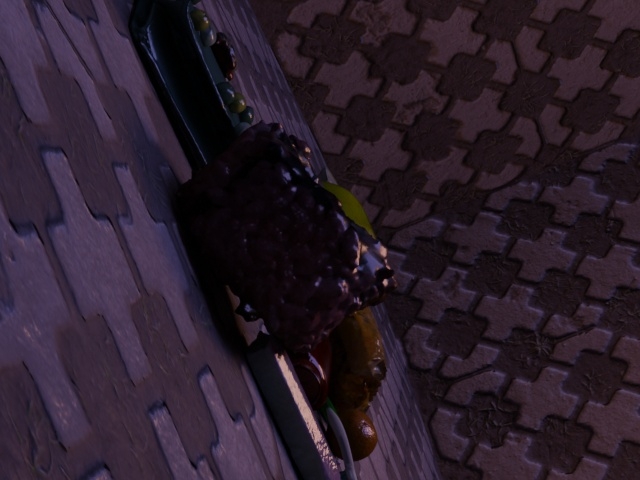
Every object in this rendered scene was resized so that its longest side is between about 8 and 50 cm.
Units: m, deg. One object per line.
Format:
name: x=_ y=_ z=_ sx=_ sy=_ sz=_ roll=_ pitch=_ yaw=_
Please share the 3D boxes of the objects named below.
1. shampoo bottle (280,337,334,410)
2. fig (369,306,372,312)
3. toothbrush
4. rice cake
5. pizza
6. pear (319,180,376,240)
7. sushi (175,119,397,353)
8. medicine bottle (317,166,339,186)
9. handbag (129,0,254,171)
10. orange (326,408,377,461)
shampoo bottle: x=-0.023 y=0.171 z=1.875 sx=0.260 sy=0.064 sz=0.102 roll=-64 pitch=133 yaw=-82
fig: x=0.027 y=0.139 z=2.396 sx=0.155 sy=0.109 sz=0.103 roll=-31 pitch=124 yaw=-58
toothbrush: x=0.004 y=0.232 z=2.022 sx=0.418 sy=0.040 sz=0.042 roll=-106 pitch=-179 yaw=-51
rice cake: x=-0.018 y=0.239 z=1.710 sx=0.081 sy=0.051 sz=0.290 roll=-86 pitch=154 yaw=-75
pizza: x=0.033 y=0.189 z=2.127 sx=0.335 sy=0.086 sz=0.226 roll=-143 pitch=-124 yaw=-76
pear: x=0.000 y=0.000 z=2.101 sx=0.220 sy=0.187 sz=0.187 roll=23 pitch=42 yaw=-56
sushi: x=-0.039 y=-0.010 z=1.651 sx=0.270 sy=0.171 sz=0.236 roll=53 pitch=9 yaw=8
medicine bottle: x=-0.022 y=-0.032 z=2.274 sx=0.147 sy=0.143 sz=0.147 roll=-22 pitch=90 yaw=-84
handbag: x=-0.161 y=-0.231 z=1.907 sx=0.274 sy=0.100 sz=0.268 roll=-95 pitch=162 yaw=-70
orange: x=0.045 y=0.288 z=2.038 sx=0.085 sy=0.085 sz=0.085 roll=-22 pitch=90 yaw=-85
